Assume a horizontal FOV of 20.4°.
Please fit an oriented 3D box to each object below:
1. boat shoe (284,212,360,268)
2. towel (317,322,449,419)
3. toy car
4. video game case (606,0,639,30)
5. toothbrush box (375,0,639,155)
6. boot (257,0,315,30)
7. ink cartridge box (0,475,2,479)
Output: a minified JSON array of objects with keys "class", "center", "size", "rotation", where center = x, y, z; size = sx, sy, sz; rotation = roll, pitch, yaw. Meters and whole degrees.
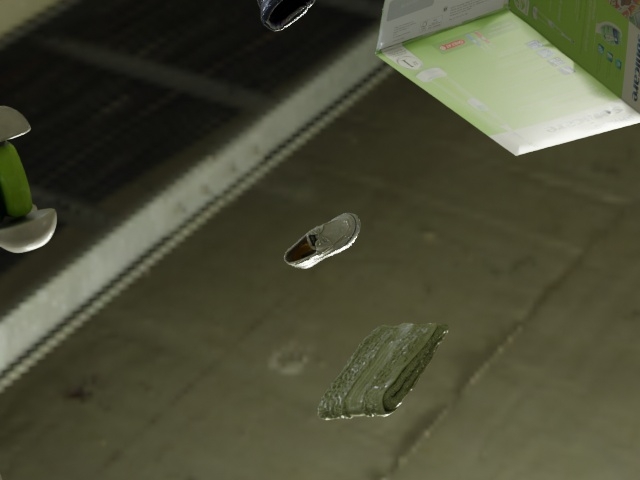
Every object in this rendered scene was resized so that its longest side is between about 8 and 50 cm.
[{"class":"boat shoe","center":[0.000,0.000,1.982],"size":[0.035,0.100,0.035],"rotation":[6,-121,-54]},{"class":"towel","center":[0.065,0.137,1.906],"size":[0.110,0.027,0.148],"rotation":[-10,-149,42]},{"class":"toy car","center":[-0.381,-0.061,1.968],"size":[0.136,0.159,0.182],"rotation":[-19,-167,-22]},{"class":"video game case","center":[0.497,-0.345,2.446],"size":[0.227,0.206,0.026],"rotation":[-45,-140,-4]},{"class":"toothbrush box","center":[0.238,-0.233,2.159],"size":[0.206,0.283,0.122],"rotation":[-15,-126,42]},{"class":"boot","center":[-0.001,-0.321,2.029],"size":[0.069,0.190,0.086],"rotation":[25,-144,-34]},{"class":"ink cartridge box","center":[-0.381,0.253,1.958],"size":[0.048,0.028,0.083],"rotation":[-6,-123,-27]}]
